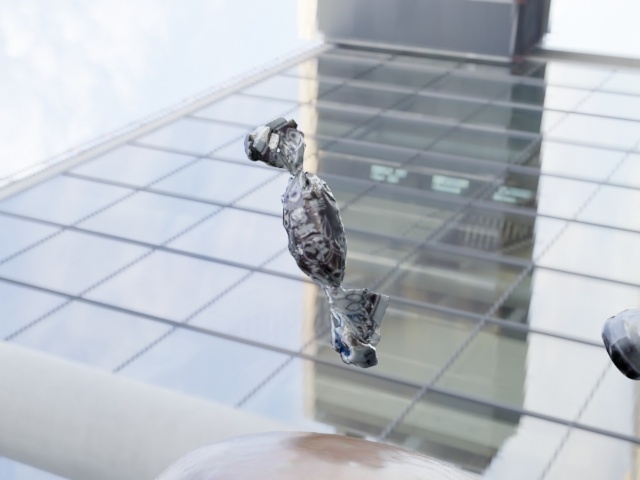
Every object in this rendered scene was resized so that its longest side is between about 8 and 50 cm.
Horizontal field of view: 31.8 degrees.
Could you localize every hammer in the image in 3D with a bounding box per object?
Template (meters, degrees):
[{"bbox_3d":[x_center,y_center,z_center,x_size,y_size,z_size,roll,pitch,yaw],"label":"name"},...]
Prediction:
[{"bbox_3d":[0.360,0.050,0.821,0.426,0.152,0.044,8,-126,-51],"label":"hammer"}]

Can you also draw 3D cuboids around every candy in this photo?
[{"bbox_3d":[0.000,0.000,0.933,0.226,0.051,0.094,67,-160,5],"label":"candy"}]

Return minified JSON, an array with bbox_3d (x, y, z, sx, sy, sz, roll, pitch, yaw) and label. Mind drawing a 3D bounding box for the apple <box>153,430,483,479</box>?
[{"bbox_3d":[0.013,0.285,0.559,0.384,0.374,0.375,-49,-34,-78],"label":"apple"}]
